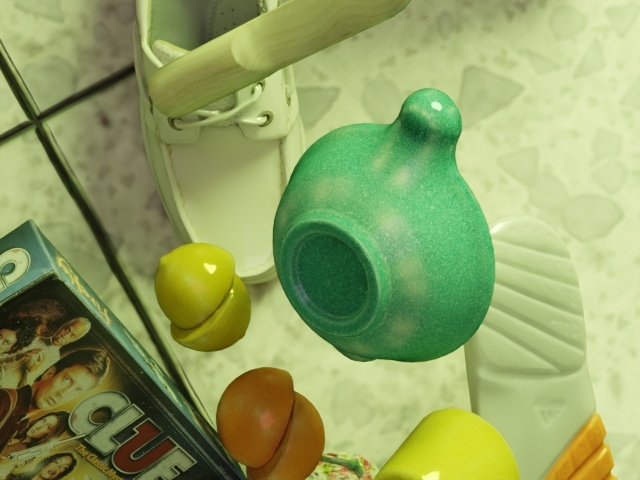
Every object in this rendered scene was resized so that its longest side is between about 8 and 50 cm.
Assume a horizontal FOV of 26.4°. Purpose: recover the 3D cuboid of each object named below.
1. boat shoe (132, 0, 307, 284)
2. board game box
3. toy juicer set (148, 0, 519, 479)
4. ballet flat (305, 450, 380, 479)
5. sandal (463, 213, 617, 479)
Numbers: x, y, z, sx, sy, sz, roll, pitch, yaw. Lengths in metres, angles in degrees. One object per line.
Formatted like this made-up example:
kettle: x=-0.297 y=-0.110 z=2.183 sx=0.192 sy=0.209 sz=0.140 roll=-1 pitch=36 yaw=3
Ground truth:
boat shoe: x=-0.065 y=-0.101 z=0.787 sx=0.098 sy=0.096 sz=0.277 roll=-9 pitch=101 yaw=0
board game box: x=-0.159 y=0.113 z=0.740 sx=0.165 sy=0.243 sz=0.042 roll=-34 pitch=48 yaw=-1
toy juicer set: x=0.000 y=0.000 z=0.744 sx=0.209 sy=0.089 sz=0.329 roll=8 pitch=114 yaw=37
ballet flat: x=-0.058 y=0.214 z=0.806 sx=0.241 sy=0.077 sz=0.091 roll=-37 pitch=89 yaw=-2
sandal: x=0.115 y=0.112 z=0.810 sx=0.102 sy=0.076 sz=0.265 roll=-10 pitch=100 yaw=-26
